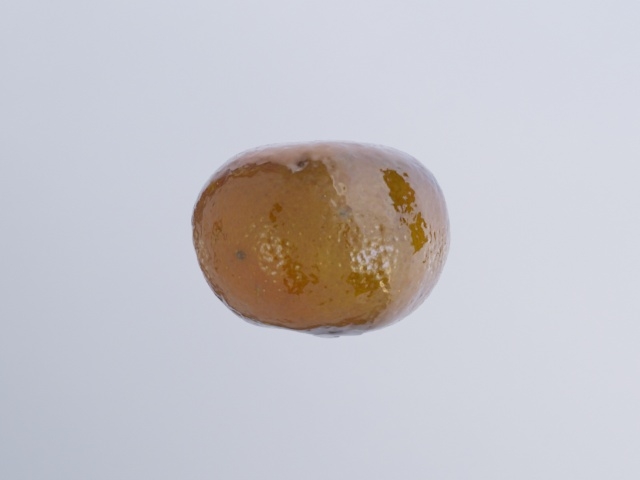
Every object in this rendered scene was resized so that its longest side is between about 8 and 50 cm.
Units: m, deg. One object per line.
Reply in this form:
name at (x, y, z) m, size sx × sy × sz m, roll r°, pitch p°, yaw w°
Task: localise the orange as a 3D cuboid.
orange at (0.000, 0.000, 1.030) m, size 0.224 × 0.224 × 0.170 m, roll -7°, pitch -98°, yaw 55°
